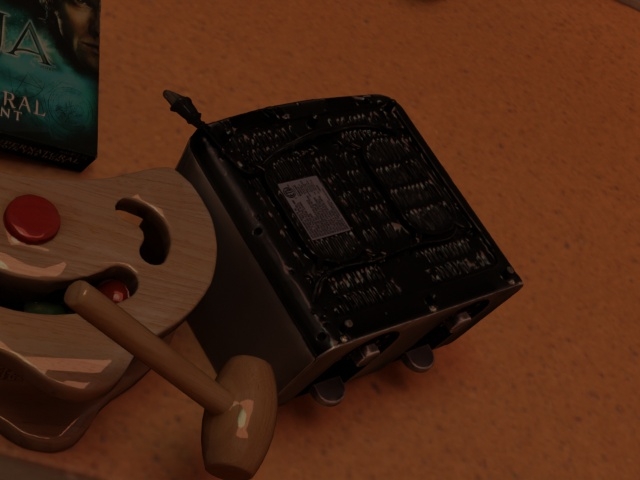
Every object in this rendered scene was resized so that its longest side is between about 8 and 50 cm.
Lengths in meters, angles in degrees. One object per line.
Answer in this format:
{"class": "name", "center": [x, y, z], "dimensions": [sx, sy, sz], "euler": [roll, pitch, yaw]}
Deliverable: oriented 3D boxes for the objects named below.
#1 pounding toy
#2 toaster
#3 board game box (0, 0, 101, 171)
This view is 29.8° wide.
{"class": "pounding toy", "center": [-0.130, 0.003, 0.613], "dimensions": [0.270, 0.155, 0.154], "euler": [26, 50, -10]}
{"class": "toaster", "center": [0.000, 0.000, 0.728], "dimensions": [0.168, 0.110, 0.185], "euler": [-15, 64, -40]}
{"class": "board game box", "center": [-0.220, -0.121, 0.715], "dimensions": [0.186, 0.026, 0.126], "euler": [13, 61, -34]}
